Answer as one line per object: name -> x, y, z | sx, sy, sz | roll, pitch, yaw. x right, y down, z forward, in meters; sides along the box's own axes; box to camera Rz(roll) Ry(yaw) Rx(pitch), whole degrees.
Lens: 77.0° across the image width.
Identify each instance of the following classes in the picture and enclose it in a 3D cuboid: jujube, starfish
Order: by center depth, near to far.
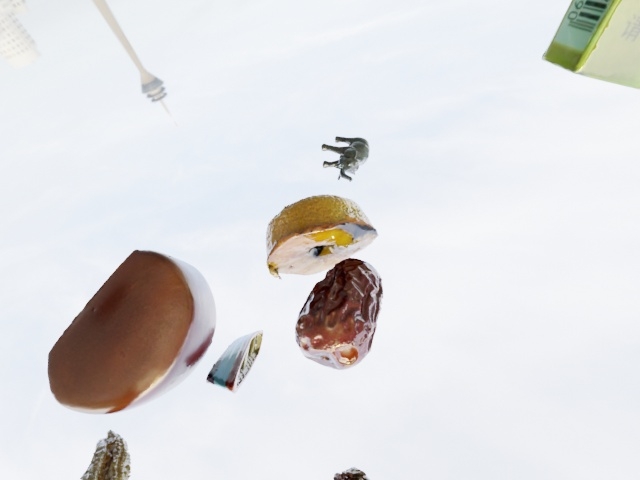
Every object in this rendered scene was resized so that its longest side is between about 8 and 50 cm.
starfish -> -0.462, 0.466, 0.697 | 0.324, 0.082, 0.432 | -1, -176, -39
jujube -> 0.045, 0.141, 0.803 | 0.155, 0.155, 0.230 | 3, -139, 25

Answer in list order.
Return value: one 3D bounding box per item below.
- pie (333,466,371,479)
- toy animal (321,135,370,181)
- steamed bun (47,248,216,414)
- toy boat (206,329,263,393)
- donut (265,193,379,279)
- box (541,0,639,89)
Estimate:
pie -> 0.132, 0.512, 0.655 | 0.274, 0.257, 0.105 | 25, -85, 5
toy animal -> 0.071, -0.252, 1.233 | 0.137, 0.082, 0.269 | 11, -143, 17
steamed bun -> -0.395, 0.226, 0.926 | 0.248, 0.235, 0.379 | 33, -102, 10
toy boat -> -0.231, 0.341, 1.152 | 0.079, 0.392, 0.136 | 11, -88, 4
donut -> -0.002, 0.000, 0.869 | 0.253, 0.253, 0.118 | -18, -117, 6
box -> 0.271, -0.233, 0.207 | 0.173, 0.311, 0.043 | 4, -144, -17
